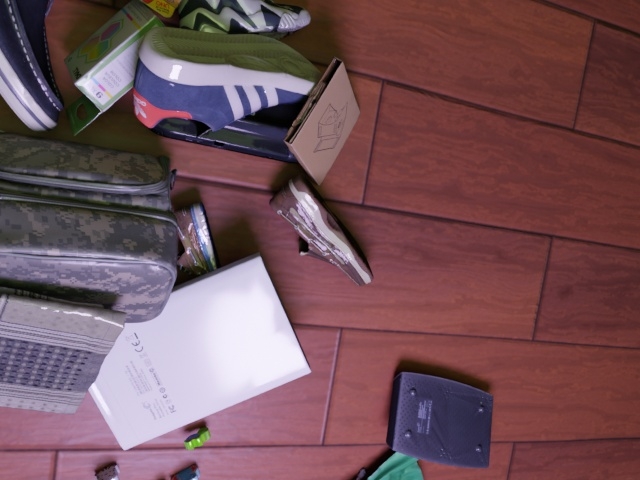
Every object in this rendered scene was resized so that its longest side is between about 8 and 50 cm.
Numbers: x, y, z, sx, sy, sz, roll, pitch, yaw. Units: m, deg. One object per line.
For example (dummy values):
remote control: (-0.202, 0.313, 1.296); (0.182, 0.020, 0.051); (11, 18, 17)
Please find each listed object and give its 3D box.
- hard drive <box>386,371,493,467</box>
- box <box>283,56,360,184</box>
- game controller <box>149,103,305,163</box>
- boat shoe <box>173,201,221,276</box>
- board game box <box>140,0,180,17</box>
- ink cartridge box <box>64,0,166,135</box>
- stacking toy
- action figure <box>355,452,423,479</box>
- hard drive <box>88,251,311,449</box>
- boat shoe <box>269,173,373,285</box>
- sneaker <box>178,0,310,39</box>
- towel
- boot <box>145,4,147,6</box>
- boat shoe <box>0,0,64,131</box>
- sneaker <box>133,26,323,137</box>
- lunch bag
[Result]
hard drive: (0.254, 0.382, 1.183); (0.255, 0.054, 0.172); (19, 69, -24)
box: (0.010, -0.201, 0.976); (0.021, 0.201, 0.164); (29, 85, 18)
game controller: (-0.144, -0.240, 0.978); (0.319, 0.067, 0.166); (9, 79, -22)
boat shoe: (-0.217, 0.026, 0.981); (0.066, 0.066, 0.183); (-12, 102, -4)
board game box: (-0.230, -0.467, 0.834); (0.124, 0.039, 0.259); (27, 69, -26)
ink cartridge box: (-0.323, -0.266, 0.844); (0.209, 0.109, 0.062); (-41, 136, 1)
stacking toy: (-0.281, 0.457, 1.020); (0.221, 0.052, 0.167); (-22, 106, -19)
action figure: (0.107, 0.532, 1.169); (0.232, 0.063, 0.137); (-26, 108, -20)
hard drive: (-0.222, 0.192, 0.959); (0.353, 0.047, 0.233); (-22, 105, -1)
boat shoe: (-0.001, -0.003, 1.053); (0.095, 0.095, 0.257); (-34, 110, 11)
sneaker: (-0.132, -0.415, 0.932); (0.235, 0.094, 0.153); (-17, 100, -21)
towel: (-0.470, 0.148, 0.791); (0.324, 0.056, 0.312); (18, 132, -27)
boot: (-0.270, -0.479, 0.877); (0.106, 0.082, 0.219); (-13, 100, -16)
boat shoe: (-0.432, -0.405, 0.773); (0.156, 0.187, 0.500); (-13, 97, -13)
sneaker: (-0.140, -0.237, 0.889); (0.350, 0.131, 0.148); (-8, 143, -44)
lunch bag: (-0.371, -0.033, 0.830); (0.305, 0.212, 0.256); (6, 55, -22)
